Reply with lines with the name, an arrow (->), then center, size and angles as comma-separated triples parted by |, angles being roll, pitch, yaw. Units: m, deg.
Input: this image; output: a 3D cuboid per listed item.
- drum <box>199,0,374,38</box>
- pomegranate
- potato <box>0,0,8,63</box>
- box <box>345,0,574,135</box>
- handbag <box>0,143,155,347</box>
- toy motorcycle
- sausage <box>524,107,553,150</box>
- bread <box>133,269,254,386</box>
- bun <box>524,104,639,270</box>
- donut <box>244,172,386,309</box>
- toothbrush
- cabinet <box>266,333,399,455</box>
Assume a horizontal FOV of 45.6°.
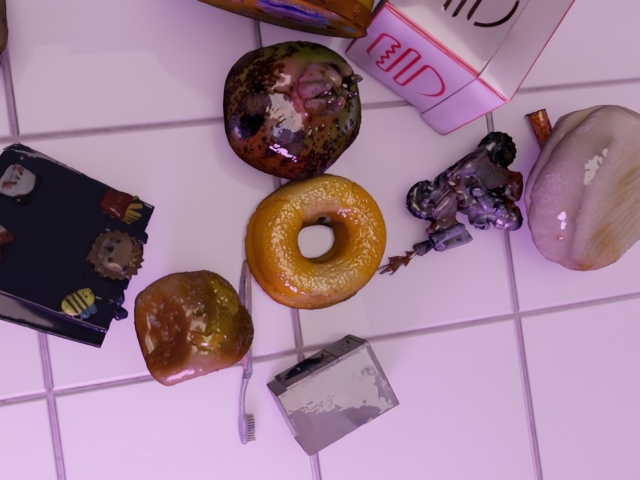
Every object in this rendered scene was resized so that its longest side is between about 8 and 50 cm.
drum -> -0.088, -0.529, 1.386 | 0.431, 0.431, 0.214 | 14, 98, -12
pomegranate -> -0.036, -0.255, 1.439 | 0.285, 0.341, 0.284 | 1, 87, -21
potato -> -0.661, -0.422, 1.402 | 0.165, 0.165, 0.262 | -12, 84, -13
box -> 0.277, -0.445, 1.536 | 0.300, 0.312, 0.314 | 35, 80, -8
handbag -> -0.479, 0.008, 1.379 | 0.329, 0.122, 0.303 | 22, 52, -13
toy motorcycle -> 0.287, -0.058, 1.617 | 0.401, 0.134, 0.207 | -34, 89, -13
sausage -> 0.509, -0.224, 1.718 | 0.050, 0.048, 0.145 | -22, 95, -8
bread -> -0.223, 0.152, 1.432 | 0.176, 0.246, 0.195 | -22, 85, 11
bun -> 0.557, -0.120, 1.607 | 0.365, 0.219, 0.365 | -21, 123, -36
donut -> 0.000, 0.000, 1.553 | 0.303, 0.110, 0.302 | 1, 87, -17
toothbrush -> -0.152, 0.226, 1.554 | 0.037, 0.028, 0.375 | 1, 87, -39
cabinet -> 0.018, 0.304, 1.532 | 0.206, 0.145, 0.150 | -27, 95, -12
